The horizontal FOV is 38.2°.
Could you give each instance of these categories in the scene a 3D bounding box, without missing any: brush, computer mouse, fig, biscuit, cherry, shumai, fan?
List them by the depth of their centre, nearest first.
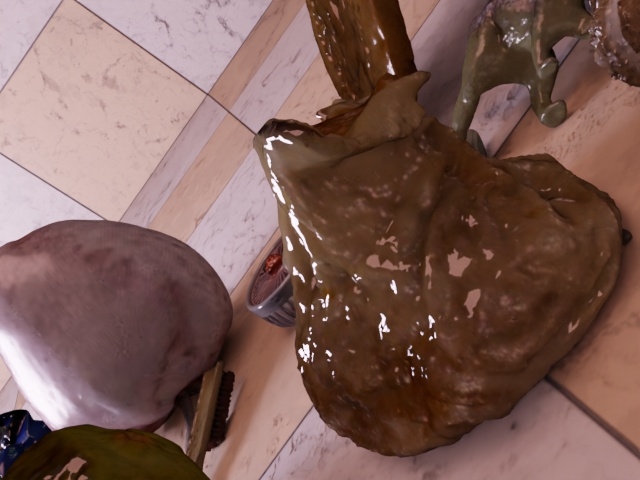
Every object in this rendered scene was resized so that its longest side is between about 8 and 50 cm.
[{"bbox_3d":[0.036,0.010,0.733,0.314,0.262,0.267,-48,19,28],"label":"shumai"},{"bbox_3d":[-0.210,0.316,0.888,0.239,0.239,0.271,-157,76,-71],"label":"fig"},{"bbox_3d":[0.146,-0.074,0.946,0.056,0.032,0.110,-30,25,19],"label":"computer mouse"},{"bbox_3d":[-0.141,0.260,1.104,0.043,0.036,0.248,-43,29,45],"label":"brush"},{"bbox_3d":[0.000,0.000,1.123,0.244,0.074,0.130,-50,19,14],"label":"fan"},{"bbox_3d":[0.036,-0.279,1.163,0.046,0.359,0.359,-20,18,-7],"label":"biscuit"},{"bbox_3d":[-0.287,0.116,1.287,0.326,0.335,0.291,-23,13,18],"label":"cherry"}]

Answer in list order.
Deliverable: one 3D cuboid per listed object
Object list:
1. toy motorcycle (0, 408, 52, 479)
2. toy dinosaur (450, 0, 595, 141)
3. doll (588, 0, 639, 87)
[{"bbox_3d":[-0.440,0.371,1.392,0.125,0.196,0.331,-50,18,16],"label":"toy motorcycle"},{"bbox_3d":[0.197,-0.194,0.881,0.294,0.077,0.162,-47,37,45],"label":"toy dinosaur"},{"bbox_3d":[0.285,-0.170,0.674,0.105,0.115,0.221,-49,24,-13],"label":"doll"}]
